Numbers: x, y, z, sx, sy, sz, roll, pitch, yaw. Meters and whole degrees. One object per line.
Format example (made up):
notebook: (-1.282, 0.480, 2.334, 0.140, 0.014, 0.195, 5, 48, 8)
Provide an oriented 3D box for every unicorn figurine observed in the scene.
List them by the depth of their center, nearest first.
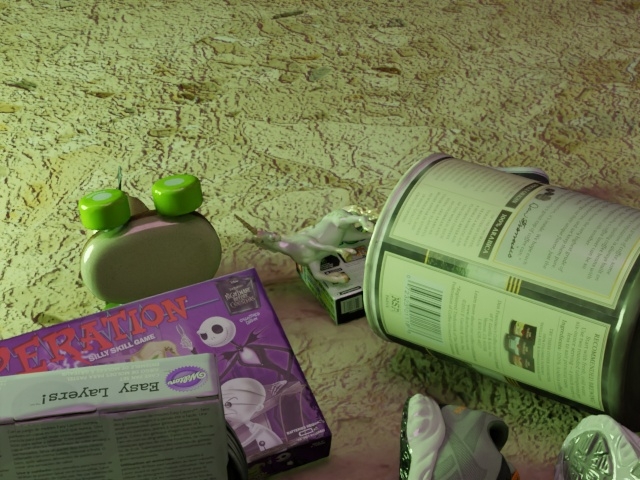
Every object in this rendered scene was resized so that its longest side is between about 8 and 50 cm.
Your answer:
unicorn figurine: (0.000, 0.000, 1.627, 0.111, 0.060, 0.162, 23, 27, 36)

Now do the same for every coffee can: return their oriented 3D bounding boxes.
coffee can: (0.209, 0.044, 1.467, 0.275, 0.201, 0.201, 19, 41, 30)

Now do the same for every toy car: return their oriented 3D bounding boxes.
toy car: (-0.193, -0.006, 1.651, 0.149, 0.155, 0.188, -12, 23, -10)

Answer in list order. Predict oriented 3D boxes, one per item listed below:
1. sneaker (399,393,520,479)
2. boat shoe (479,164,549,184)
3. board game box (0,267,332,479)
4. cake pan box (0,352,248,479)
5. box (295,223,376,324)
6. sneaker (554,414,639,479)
sneaker: (0.119, 0.230, 1.304, 0.108, 0.100, 0.271, 3, 35, 3)
boat shoe: (0.196, -0.059, 1.753, 0.142, 0.049, 0.040, -5, 35, -4)
board game box: (-0.187, 0.161, 1.428, 0.347, 0.056, 0.208, -17, 53, -16)
cake pan box: (-0.190, 0.215, 1.232, 0.267, 0.246, 0.070, -7, 35, -2)
box: (0.088, 0.019, 1.664, 0.207, 0.036, 0.114, -17, 36, -17)
sneaker: (0.293, 0.225, 1.313, 0.115, 0.090, 0.232, 28, 1, -28)
